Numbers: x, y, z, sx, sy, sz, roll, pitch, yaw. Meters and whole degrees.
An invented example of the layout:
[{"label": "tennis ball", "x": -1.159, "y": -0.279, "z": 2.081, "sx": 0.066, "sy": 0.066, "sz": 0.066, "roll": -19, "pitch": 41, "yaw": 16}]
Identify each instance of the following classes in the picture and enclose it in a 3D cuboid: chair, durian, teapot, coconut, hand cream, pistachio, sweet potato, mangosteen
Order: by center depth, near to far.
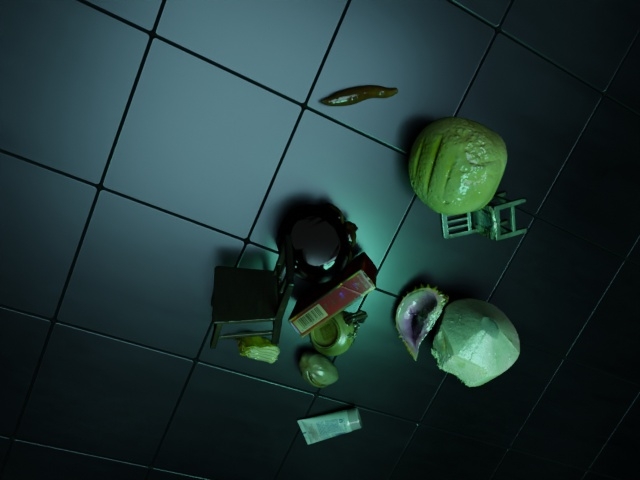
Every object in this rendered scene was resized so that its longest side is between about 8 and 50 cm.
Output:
[{"label": "chair", "x": -0.232, "y": 0.170, "z": 1.493, "sx": 0.241, "sy": 0.203, "sz": 0.416, "roll": 2, "pitch": 144, "yaw": -11}, {"label": "sweet potato", "x": 0.129, "y": -0.479, "z": 1.538, "sx": 0.265, "sy": 0.057, "sz": 0.057, "roll": -14, "pitch": 110, "yaw": -8}, {"label": "mangosteen", "x": -0.002, "y": 0.000, "z": 1.572, "sx": 0.288, "sy": 0.233, "sz": 0.287, "roll": 0, "pitch": 80, "yaw": -1}, {"label": "chair", "x": 0.596, "y": -0.077, "z": 1.711, "sx": 0.270, "sy": 0.147, "sz": 0.136, "roll": -13, "pitch": 110, "yaw": -8}, {"label": "teapot", "x": 0.066, "y": 0.330, "z": 1.735, "sx": 0.269, "sy": 0.182, "sz": 0.173, "roll": -35, "pitch": 67, "yaw": 19}, {"label": "coconut", "x": 0.566, "y": 0.372, "z": 1.736, "sx": 0.297, "sy": 0.297, "sz": 0.309, "roll": -11, "pitch": 148, "yaw": -7}, {"label": "durian", "x": 0.375, "y": 0.282, "z": 1.795, "sx": 0.186, "sy": 0.154, "sz": 0.260, "roll": 40, "pitch": 99, "yaw": 2}, {"label": "pistachio", "x": -0.007, "y": 0.495, "z": 1.797, "sx": 0.124, "sy": 0.124, "sz": 0.185, "roll": -46, "pitch": 126, "yaw": 5}, {"label": "hand cream", "x": 0.043, "y": 0.755, "z": 1.913, "sx": 0.248, "sy": 0.083, "sz": 0.133, "roll": -15, "pitch": 109, "yaw": 5}]

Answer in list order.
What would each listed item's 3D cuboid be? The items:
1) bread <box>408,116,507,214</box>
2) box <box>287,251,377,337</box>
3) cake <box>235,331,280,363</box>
[{"label": "bread", "x": 0.436, "y": -0.244, "z": 1.541, "sx": 0.237, "sy": 0.320, "sz": 0.320, "roll": -1, "pitch": 108, "yaw": -18}, {"label": "box", "x": 0.046, "y": 0.181, "z": 1.615, "sx": 0.313, "sy": 0.197, "sz": 0.089, "roll": -36, "pitch": 97, "yaw": 16}, {"label": "cake", "x": -0.223, "y": 0.401, "z": 1.723, "sx": 0.185, "sy": 0.116, "sz": 0.080, "roll": 42, "pitch": 94, "yaw": -15}]
